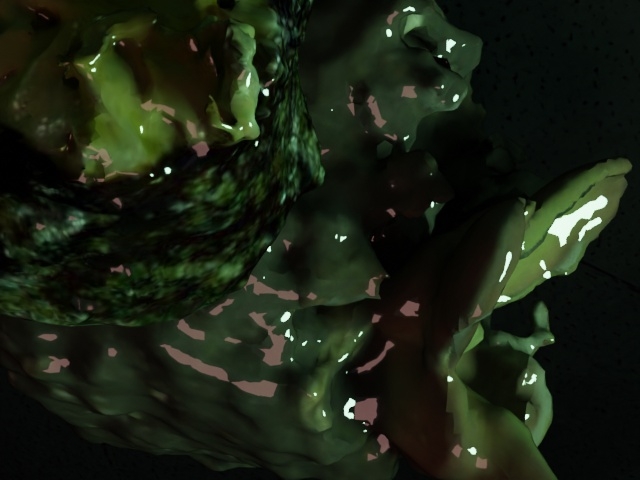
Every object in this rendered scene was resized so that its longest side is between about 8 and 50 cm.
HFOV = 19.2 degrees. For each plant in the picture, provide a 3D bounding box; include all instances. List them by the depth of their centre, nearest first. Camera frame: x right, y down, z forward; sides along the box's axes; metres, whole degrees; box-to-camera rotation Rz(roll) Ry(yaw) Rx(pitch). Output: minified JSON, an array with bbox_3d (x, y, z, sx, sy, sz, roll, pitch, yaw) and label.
[{"bbox_3d":[0.000,0.000,0.694,0.234,0.204,0.178,3,155,22],"label":"plant"}]

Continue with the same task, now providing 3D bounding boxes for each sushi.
[{"bbox_3d":[-0.071,-0.084,0.563,0.147,0.212,0.115,2,143,9],"label":"sushi"}]
